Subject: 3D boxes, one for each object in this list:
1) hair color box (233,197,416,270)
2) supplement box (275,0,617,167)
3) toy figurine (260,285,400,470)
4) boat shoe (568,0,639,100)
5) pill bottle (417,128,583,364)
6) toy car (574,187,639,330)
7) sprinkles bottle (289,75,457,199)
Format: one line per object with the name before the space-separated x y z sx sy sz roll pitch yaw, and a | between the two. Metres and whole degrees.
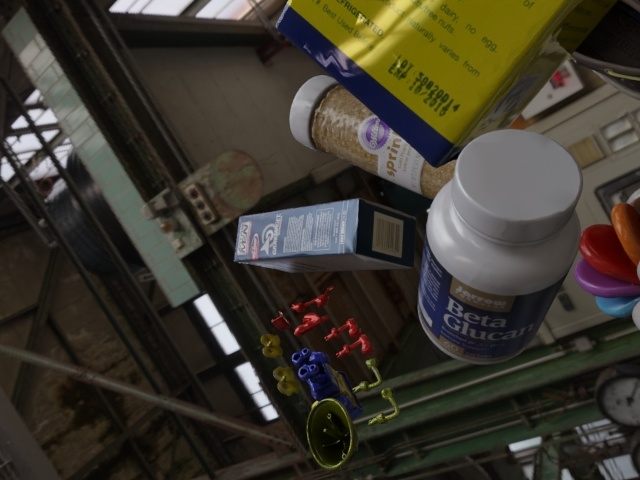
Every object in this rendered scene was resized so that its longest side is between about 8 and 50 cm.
hair color box | 0.000 0.000 1.136 0.174 0.347 0.105 15 -105 -43
supplement box | 0.160 -0.264 0.450 0.194 0.356 0.195 45 -146 12
toy figurine | 0.050 0.294 1.111 0.217 0.191 0.362 56 180 -42
boat shoe | 0.336 -0.298 0.758 0.324 0.116 0.097 40 -166 20
pill bottle | 0.117 0.010 0.384 0.169 0.094 0.094 81 -177 -55
toy car | 0.388 0.029 0.700 0.159 0.136 0.182 -72 -29 -46
sprinkles bottle | 0.115 -0.149 0.857 0.355 0.121 0.121 29 -168 34
